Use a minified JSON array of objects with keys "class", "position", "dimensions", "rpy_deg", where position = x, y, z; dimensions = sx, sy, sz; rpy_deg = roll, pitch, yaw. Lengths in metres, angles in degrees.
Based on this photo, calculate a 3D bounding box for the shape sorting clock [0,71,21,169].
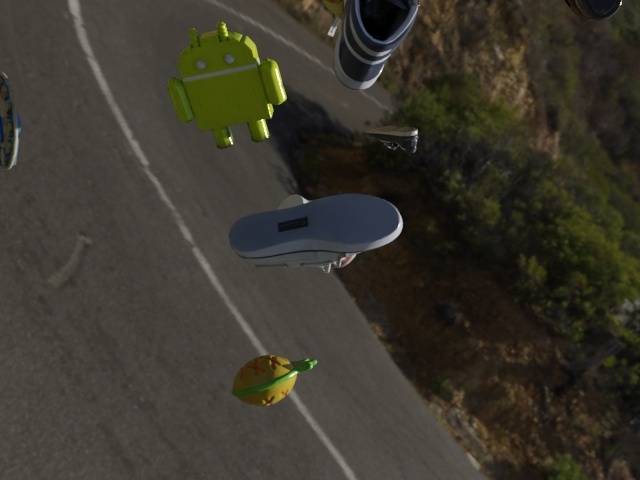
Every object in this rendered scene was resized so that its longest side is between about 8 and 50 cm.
[{"class":"shape sorting clock","position":[-0.677,-0.252,1.577],"dimensions":[0.040,0.206,0.206],"rpy_deg":[-10,46,-34]}]

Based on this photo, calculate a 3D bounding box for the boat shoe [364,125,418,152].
[{"class":"boat shoe","position":[0.188,-0.272,2.014],"dimensions":[0.206,0.075,0.065],"rpy_deg":[18,-58,56]}]

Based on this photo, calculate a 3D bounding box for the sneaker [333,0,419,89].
[{"class":"sneaker","position":[0.079,-0.375,1.073],"dimensions":[0.099,0.282,0.153],"rpy_deg":[5,-11,-11]}]

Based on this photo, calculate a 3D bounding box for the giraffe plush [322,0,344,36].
[{"class":"giraffe plush","position":[0.111,-0.538,1.725],"dimensions":[0.181,0.210,0.170],"rpy_deg":[-17,46,-39]}]

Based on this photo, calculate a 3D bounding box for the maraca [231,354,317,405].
[{"class":"maraca","position":[-0.097,0.282,1.542],"dimensions":[0.127,0.185,0.099],"rpy_deg":[-6,-78,65]}]

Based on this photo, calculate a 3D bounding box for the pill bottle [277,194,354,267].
[{"class":"pill bottle","position":[-0.009,-0.026,1.898],"dimensions":[0.221,0.124,0.124],"rpy_deg":[33,16,-42]}]

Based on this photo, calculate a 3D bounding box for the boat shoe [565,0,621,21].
[{"class":"boat shoe","position":[0.461,-0.556,1.397],"dimensions":[0.104,0.110,0.307],"rpy_deg":[-116,-177,-71]}]

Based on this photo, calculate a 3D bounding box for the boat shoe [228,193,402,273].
[{"class":"boat shoe","position":[-0.001,0.008,1.603],"dimensions":[0.156,0.367,0.136],"rpy_deg":[66,16,-57]}]

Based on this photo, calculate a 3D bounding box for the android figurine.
[{"class":"android figurine","position":[-0.203,-0.330,1.593],"dimensions":[0.056,0.248,0.273],"rpy_deg":[-83,163,-55]}]
